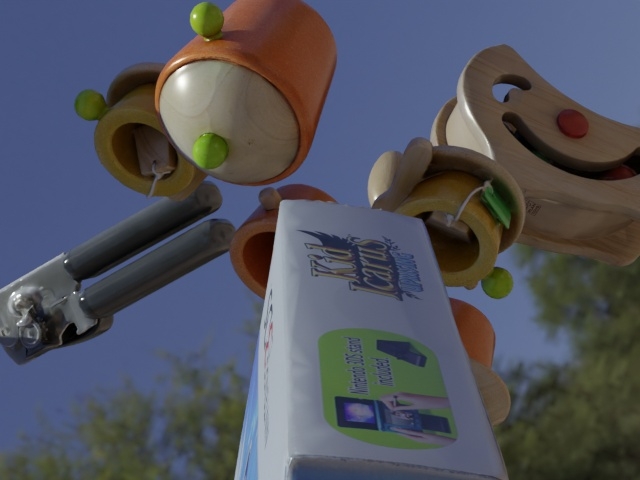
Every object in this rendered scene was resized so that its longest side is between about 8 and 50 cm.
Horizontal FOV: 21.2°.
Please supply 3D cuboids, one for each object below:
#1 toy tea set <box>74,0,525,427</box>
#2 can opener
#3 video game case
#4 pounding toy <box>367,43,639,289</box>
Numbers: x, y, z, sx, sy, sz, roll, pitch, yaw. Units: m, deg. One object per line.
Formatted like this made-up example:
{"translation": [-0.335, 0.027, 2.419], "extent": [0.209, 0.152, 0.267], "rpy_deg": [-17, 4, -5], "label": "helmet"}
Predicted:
{"translation": [0.000, 0.000, 1.041], "extent": [0.200, 0.336, 0.124], "rpy_deg": [-42, 14, 43], "label": "toy tea set"}
{"translation": [-0.187, 0.031, 1.571], "extent": [0.095, 0.283, 0.076], "rpy_deg": [-4, -111, -62], "label": "can opener"}
{"translation": [-0.006, 0.147, 0.562], "extent": [0.244, 0.061, 0.270], "rpy_deg": [-94, 13, -74], "label": "video game case"}
{"translation": [0.167, -0.057, 1.469], "extent": [0.155, 0.269, 0.154], "rpy_deg": [119, 158, -50], "label": "pounding toy"}
